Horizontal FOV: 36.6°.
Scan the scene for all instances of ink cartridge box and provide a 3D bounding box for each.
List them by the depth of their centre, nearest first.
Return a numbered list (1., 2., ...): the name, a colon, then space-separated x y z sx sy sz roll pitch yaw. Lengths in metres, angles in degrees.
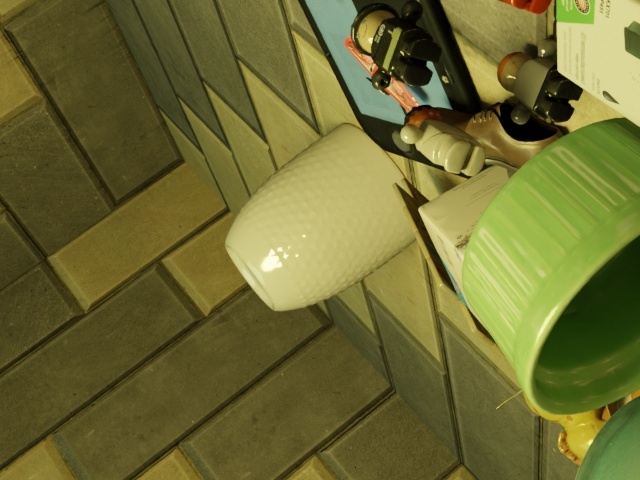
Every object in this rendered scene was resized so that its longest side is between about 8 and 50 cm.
1. ink cartridge box: 0.312 -0.170 0.852 0.208 0.087 0.153 44 166 34
2. ink cartridge box: 0.269 0.027 1.272 0.171 0.168 0.233 62 177 -31

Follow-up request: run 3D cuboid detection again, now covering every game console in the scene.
1. game console: 0.102 -0.269 1.442 0.342 0.060 0.387 35 159 56

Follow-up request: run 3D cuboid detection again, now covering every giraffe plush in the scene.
1. giraffe plush: 0.396 0.255 1.444 0.170 0.210 0.181 51 -156 14

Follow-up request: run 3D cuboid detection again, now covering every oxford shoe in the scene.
1. oxford shoe: 0.225 -0.147 1.261 0.227 0.083 0.096 22 138 37

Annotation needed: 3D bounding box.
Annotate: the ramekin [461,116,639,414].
1. ramekin: 0.293 0.021 0.990 0.148 0.303 0.303 53 171 38

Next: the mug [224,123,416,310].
1. mug: 0.000 0.000 1.930 0.276 0.328 0.374 47 166 30

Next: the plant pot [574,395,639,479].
1. plant pot: 0.510 0.344 1.055 0.341 0.341 0.334 56 160 -11

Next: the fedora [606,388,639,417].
1. fedora: 0.479 0.238 1.310 0.194 0.194 0.079 49 129 17

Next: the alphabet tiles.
1. alphabet tiles: 0.229 0.051 1.560 0.285 0.011 0.343 37 -157 -42

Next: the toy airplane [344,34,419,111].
1. toy airplane: 0.095 -0.251 1.372 0.151 0.028 0.151 43 162 18

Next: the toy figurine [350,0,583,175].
1. toy figurine: 0.160 -0.197 1.067 0.209 0.213 0.148 58 177 -34
